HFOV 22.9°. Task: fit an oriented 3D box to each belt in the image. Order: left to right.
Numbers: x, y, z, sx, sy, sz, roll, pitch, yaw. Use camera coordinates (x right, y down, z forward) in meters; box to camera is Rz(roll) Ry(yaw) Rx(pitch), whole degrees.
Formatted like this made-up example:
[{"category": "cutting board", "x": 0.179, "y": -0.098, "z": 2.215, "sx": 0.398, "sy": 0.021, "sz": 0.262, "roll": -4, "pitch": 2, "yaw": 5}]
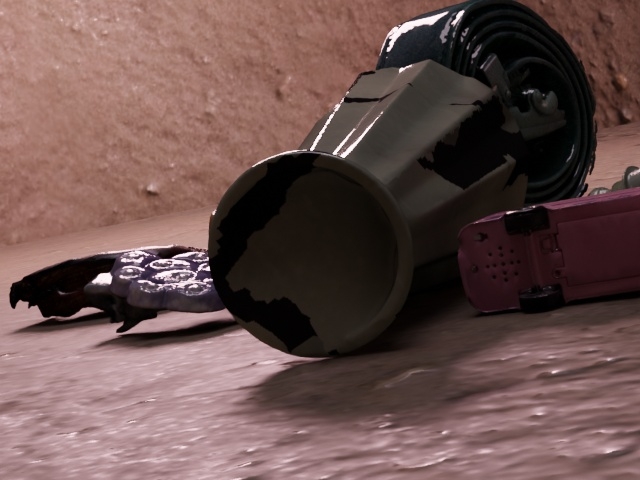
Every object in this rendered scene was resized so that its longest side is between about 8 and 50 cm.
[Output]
[{"category": "belt", "x": 0.155, "y": -0.112, "z": 1.451, "sx": 0.116, "sy": 0.206, "sz": 0.267, "roll": -7, "pitch": -7, "yaw": 41}]

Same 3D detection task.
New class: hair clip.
[{"category": "hair clip", "x": -0.076, "y": 0.041, "z": 1.128, "sx": 0.195, "sy": 0.052, "sz": 0.124, "roll": 0, "pitch": 16, "yaw": 16}]

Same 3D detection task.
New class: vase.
[{"category": "vase", "x": 0.039, "y": -0.026, "z": 1.016, "sx": 0.165, "sy": 0.165, "sz": 0.360, "roll": -9, "pitch": 8, "yaw": 15}]

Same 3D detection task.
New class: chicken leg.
[{"category": "chicken leg", "x": -0.136, "y": 0.030, "z": 1.330, "sx": 0.253, "sy": 0.051, "sz": 0.106, "roll": -7, "pitch": -1, "yaw": -2}]

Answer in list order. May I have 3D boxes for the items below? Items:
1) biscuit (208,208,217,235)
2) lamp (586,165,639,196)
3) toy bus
[{"category": "biscuit", "x": 0.000, "y": 0.004, "z": 1.274, "sx": 0.170, "sy": 0.050, "sz": 0.170, "roll": 3, "pitch": 12, "yaw": -1}, {"category": "lamp", "x": 0.272, "y": -0.047, "z": 1.231, "sx": 0.091, "sy": 0.091, "sz": 0.163, "roll": -15, "pitch": -10, "yaw": -46}, {"category": "toy bus", "x": 0.183, "y": -0.003, "z": 0.905, "sx": 0.203, "sy": 0.063, "sz": 0.090, "roll": -9, "pitch": 4, "yaw": 23}]
